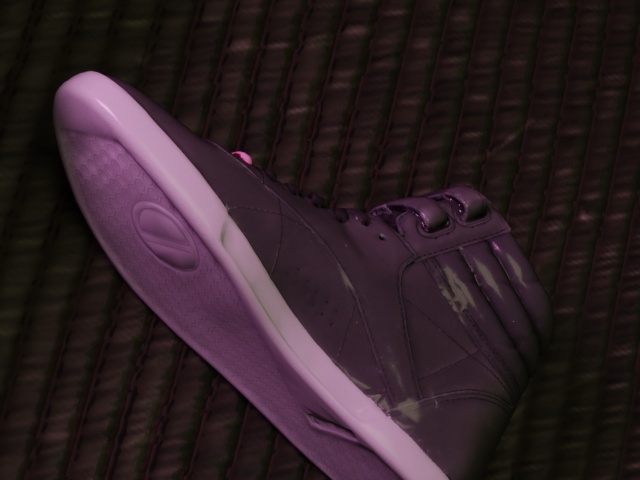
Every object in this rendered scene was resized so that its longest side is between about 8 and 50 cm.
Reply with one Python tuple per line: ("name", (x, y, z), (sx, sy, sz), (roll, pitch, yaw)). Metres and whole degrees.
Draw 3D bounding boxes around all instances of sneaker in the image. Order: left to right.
("sneaker", (0.000, 0.000, 0.937), (0.296, 0.104, 0.147), (47, 62, -14))
